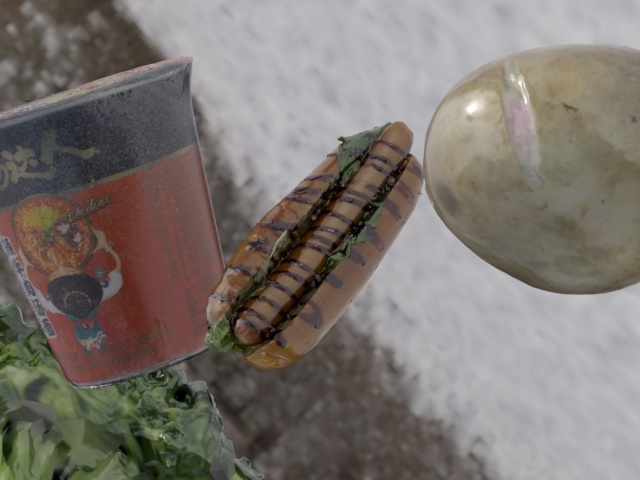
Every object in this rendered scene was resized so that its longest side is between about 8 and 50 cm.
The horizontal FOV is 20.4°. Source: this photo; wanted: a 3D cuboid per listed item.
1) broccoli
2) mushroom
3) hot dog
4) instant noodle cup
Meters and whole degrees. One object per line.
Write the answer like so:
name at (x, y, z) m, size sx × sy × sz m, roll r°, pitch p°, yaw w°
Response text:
broccoli at (-0.207, 0.225, 1.301) m, size 0.375 × 0.302 × 0.249 m, roll 28°, pitch 135°, yaw -6°
mushroom at (0.200, -0.064, 1.459) m, size 0.255 × 0.184 × 0.255 m, roll 7°, pitch 152°, yaw 4°
hot dog at (0.000, 0.000, 0.698) m, size 0.049 × 0.122 × 0.037 m, roll 34°, pitch 159°, yaw 4°
instant noodle cup at (-0.102, -0.007, 0.854) m, size 0.127 × 0.127 × 0.135 m, roll -148°, pitch 41°, yaw -79°
